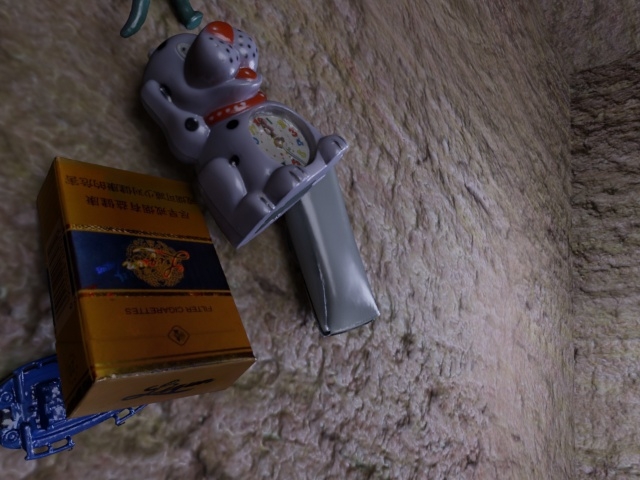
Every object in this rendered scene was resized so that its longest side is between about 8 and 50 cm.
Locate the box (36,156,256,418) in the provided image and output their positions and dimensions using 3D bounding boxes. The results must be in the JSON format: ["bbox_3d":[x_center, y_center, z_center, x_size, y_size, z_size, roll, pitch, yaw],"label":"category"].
[{"bbox_3d":[-0.175,0.035,0.431,0.152,0.070,0.237,7,48,-48],"label":"box"}]

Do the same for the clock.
[{"bbox_3d":[-0.111,-0.142,0.531,0.254,0.188,0.189,52,47,-5],"label":"clock"}]

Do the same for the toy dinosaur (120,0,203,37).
[{"bbox_3d":[-0.216,-0.462,0.554,0.331,0.129,0.383,51,50,-14],"label":"toy dinosaur"}]

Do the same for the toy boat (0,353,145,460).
[{"bbox_3d":[-0.205,0.146,0.424,0.175,0.110,0.091,-8,92,-49],"label":"toy boat"}]

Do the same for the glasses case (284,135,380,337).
[{"bbox_3d":[-0.001,0.001,0.697,0.128,0.083,0.308,-23,100,-41],"label":"glasses case"}]
